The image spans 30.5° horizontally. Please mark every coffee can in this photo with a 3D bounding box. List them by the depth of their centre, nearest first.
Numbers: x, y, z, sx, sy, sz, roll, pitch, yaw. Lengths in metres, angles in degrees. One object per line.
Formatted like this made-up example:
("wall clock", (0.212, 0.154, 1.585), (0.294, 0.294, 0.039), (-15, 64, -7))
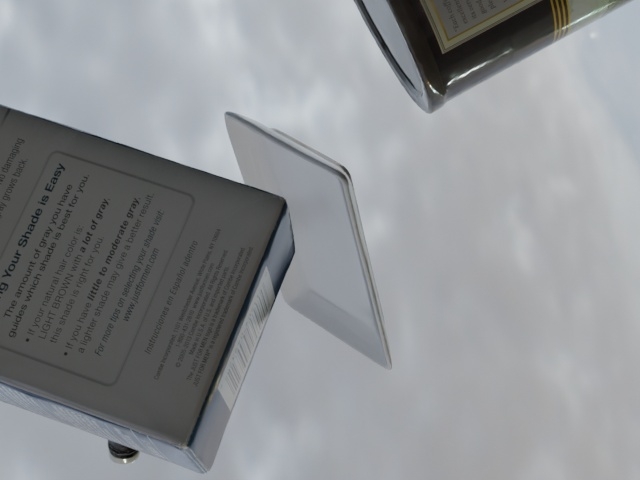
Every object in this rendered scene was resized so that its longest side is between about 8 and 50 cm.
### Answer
("coffee can", (0.161, -0.256, 0.953), (0.201, 0.275, 0.201), (62, -179, -2))

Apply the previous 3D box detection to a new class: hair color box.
("hair color box", (-0.208, 0.011, 0.784), (0.105, 0.347, 0.174), (84, -154, -69))

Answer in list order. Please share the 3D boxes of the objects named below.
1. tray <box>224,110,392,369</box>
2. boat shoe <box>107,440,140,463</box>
("tray", (0.000, 0.000, 1.056), (0.030, 0.145, 0.270), (-42, -37, -22))
("boat shoe", (-0.210, 0.180, 1.245), (0.125, 0.046, 0.038), (-101, 15, -55))
